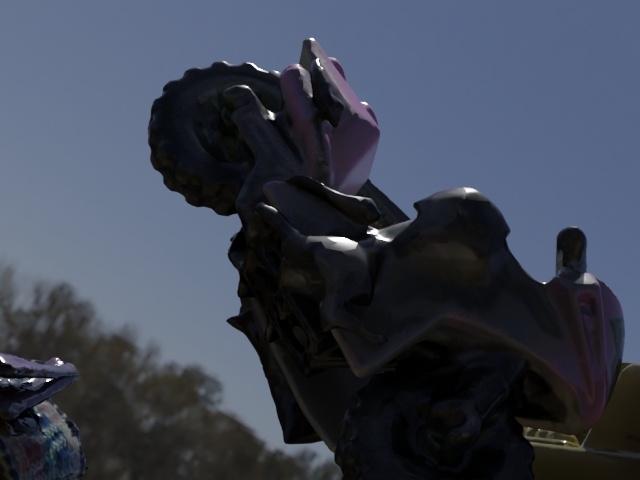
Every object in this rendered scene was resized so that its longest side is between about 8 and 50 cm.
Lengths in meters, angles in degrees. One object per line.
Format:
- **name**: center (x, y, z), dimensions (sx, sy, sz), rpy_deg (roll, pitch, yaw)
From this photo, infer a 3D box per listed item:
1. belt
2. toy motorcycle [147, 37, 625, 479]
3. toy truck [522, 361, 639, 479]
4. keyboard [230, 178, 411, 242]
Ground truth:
- **belt**: center (-0.333, 0.205, 1.271), dimensions (0.295, 0.207, 0.160), rpy_deg (-17, 3, 13)
- **toy motorcycle**: center (0.042, 0.013, 0.879), dimensions (0.327, 0.188, 0.143), rpy_deg (57, -28, 30)
- **toy truck**: center (0.222, 0.186, 0.880), dimensions (0.180, 0.254, 0.405), rpy_deg (17, -12, -30)
- **keyboard**: center (0.000, -0.001, 1.053), dimensions (0.055, 0.014, 0.176), rpy_deg (46, -30, -14)
